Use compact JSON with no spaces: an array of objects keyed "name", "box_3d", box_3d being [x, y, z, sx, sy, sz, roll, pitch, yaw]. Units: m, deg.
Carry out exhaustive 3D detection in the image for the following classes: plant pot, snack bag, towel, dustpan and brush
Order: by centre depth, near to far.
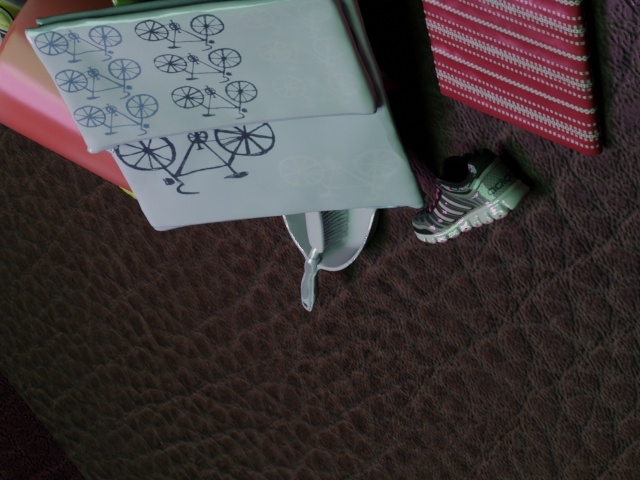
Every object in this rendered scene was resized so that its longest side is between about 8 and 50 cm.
[{"name":"towel","box_3d":[0.165,-0.214,1.765,0.199,0.031,0.275,28,146,38]},{"name":"snack bag","box_3d":[-0.087,-0.120,1.961,0.323,0.037,0.342,-6,141,15]},{"name":"plant pot","box_3d":[-0.191,-0.175,2.169,0.243,0.275,0.275,37,151,9]},{"name":"dustpan and brush","box_3d":[0.000,0.000,2.261,0.147,0.060,0.211,37,150,29]}]

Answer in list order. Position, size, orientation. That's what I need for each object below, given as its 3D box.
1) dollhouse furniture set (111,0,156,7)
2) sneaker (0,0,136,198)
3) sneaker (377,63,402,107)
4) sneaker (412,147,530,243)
[{"name":"dollhouse furniture set","box_3d":[-0.166,-0.398,1.920,0.301,0.197,0.151,63,165,-17]},{"name":"sneaker","box_3d":[-0.340,-0.193,2.487,0.385,0.147,0.145,51,152,2]},{"name":"sneaker","box_3d":[0.005,-0.142,2.070,0.093,0.088,0.225,56,145,4]},{"name":"sneaker","box_3d":[0.140,-0.049,1.973,0.075,0.063,0.170,56,149,-6]}]
